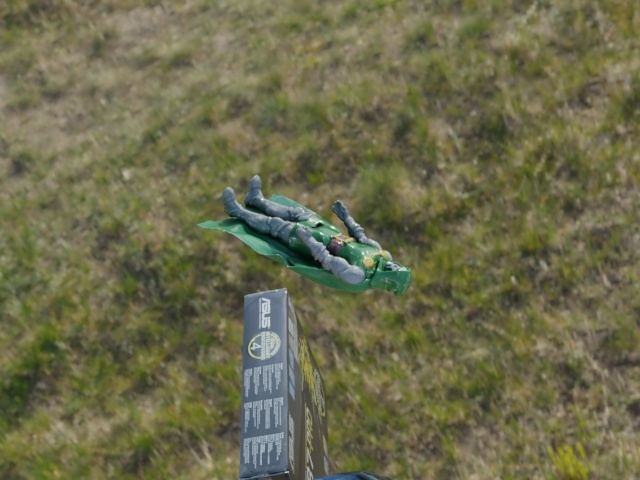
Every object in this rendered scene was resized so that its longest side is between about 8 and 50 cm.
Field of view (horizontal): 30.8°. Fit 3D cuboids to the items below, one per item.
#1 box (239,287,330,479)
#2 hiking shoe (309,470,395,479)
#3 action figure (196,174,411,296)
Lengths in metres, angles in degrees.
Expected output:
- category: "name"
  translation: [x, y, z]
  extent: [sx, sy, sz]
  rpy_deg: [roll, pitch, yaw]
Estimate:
- category: "box"
  translation: [-0.061, 0.335, 2.092]
  extent: [0.097, 0.318, 0.395]
  rpy_deg: [-12, 46, 10]
- category: "hiking shoe"
  translation: [-0.078, 0.241, 0.832]
  extent: [0.304, 0.132, 0.113]
  rpy_deg: [-25, 58, 14]
- category: "action figure"
  translation: [0.000, 0.000, 1.244]
  extent: [0.232, 0.063, 0.137]
  rpy_deg: [27, 35, 26]
